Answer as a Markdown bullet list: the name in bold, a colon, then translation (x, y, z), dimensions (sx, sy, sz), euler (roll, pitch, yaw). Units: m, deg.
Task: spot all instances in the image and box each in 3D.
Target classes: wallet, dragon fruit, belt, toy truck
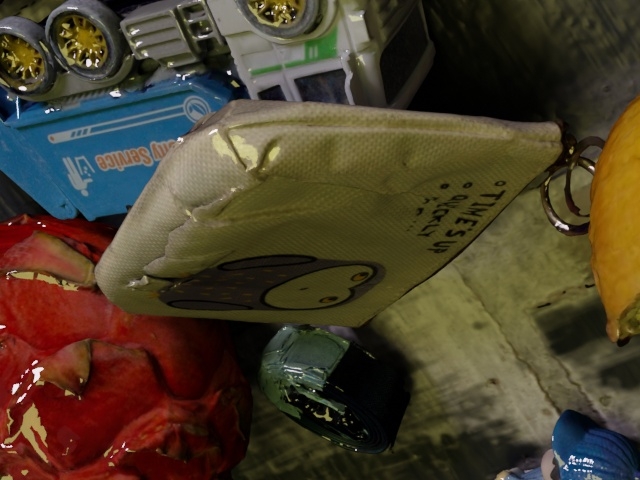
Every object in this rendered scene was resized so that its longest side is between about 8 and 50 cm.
- **wallet**: translation (0.001, -0.003, 0.702), dimensions (0.275, 0.068, 0.335), euler (8, 153, -24)
- **dragon fruit**: translation (-0.208, 0.124, 0.861), dimensions (0.277, 0.277, 0.342), euler (-44, 70, 36)
- **belt**: translation (0.010, 0.130, 0.878), dimensions (0.140, 0.058, 0.105), euler (32, 147, -5)
- **toy truck**: translation (-0.098, -0.129, 0.743), dimensions (0.367, 0.146, 0.175), euler (-7, 123, 30)

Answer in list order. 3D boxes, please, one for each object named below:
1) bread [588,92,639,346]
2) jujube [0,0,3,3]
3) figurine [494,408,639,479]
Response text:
- **bread**: translation (0.290, -0.042, 0.575), dimensions (0.340, 0.179, 0.194), euler (10, 145, -33)
- **jujube**: translation (-0.283, -0.240, 0.755), dimensions (0.155, 0.155, 0.230), euler (49, 131, -9)
- **figurine**: translation (0.198, 0.204, 0.848), dimensions (0.086, 0.087, 0.149), euler (16, 135, -32)
